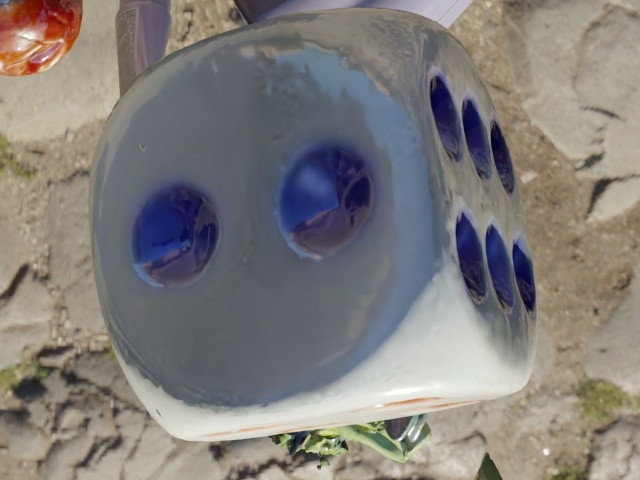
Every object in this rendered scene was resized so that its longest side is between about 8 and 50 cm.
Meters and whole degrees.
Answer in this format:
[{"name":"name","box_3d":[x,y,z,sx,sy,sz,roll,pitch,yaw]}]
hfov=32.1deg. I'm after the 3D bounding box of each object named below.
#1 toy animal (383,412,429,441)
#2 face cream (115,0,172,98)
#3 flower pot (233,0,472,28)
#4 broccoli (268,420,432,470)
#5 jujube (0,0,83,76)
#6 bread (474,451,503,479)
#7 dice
[{"name":"toy animal","box_3d":[0.134,0.112,1.311,0.127,0.251,0.125,6,165,-1]},{"name":"face cream","box_3d":[-0.305,-0.319,1.897,0.096,0.274,0.154,12,156,-27]},{"name":"flower pot","box_3d":[0.047,-0.301,1.298,0.243,0.265,0.265,-29,123,16]},{"name":"broccoli","box_3d":[0.065,0.266,1.929,0.347,0.281,0.293,-28,160,-45]},{"name":"jujube","box_3d":[-0.479,-0.398,1.657,0.223,0.318,0.223,-24,163,-8]},{"name":"bread","box_3d":[0.176,0.283,1.052,0.084,0.074,0.139,15,119,20]},{"name":"dice","box_3d":[0.000,0.000,0.944,0.304,0.304,0.277,-13,167,23]}]
